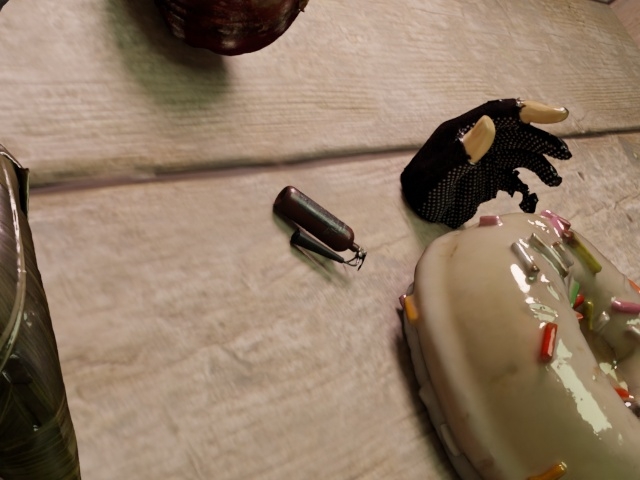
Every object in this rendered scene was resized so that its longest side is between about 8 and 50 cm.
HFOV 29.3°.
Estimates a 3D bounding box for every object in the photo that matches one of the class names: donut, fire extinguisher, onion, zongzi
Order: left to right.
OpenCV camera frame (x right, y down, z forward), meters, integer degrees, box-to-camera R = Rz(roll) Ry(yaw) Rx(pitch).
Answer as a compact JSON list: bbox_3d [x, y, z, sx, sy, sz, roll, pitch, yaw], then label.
[{"bbox_3d":[-0.170,0.037,0.662,0.184,0.084,0.187,55,18,-30],"label":"zongzi"},{"bbox_3d":[-0.099,-0.237,1.067,0.198,0.135,0.173,17,39,14],"label":"onion"},{"bbox_3d":[0.004,-0.003,1.030,0.100,0.032,0.046,36,20,-19],"label":"fire extinguisher"},{"bbox_3d":[0.237,0.136,1.118,0.382,0.142,0.383,38,32,-28],"label":"donut"}]

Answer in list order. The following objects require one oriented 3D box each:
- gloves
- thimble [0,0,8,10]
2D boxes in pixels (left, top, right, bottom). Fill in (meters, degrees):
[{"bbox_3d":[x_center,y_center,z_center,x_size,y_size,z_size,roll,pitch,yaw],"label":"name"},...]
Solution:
[{"bbox_3d":[0.175,-0.091,1.246,0.129,0.180,0.106,38,30,-29],"label":"gloves"},{"bbox_3d":[-0.248,-0.179,0.707,0.097,0.150,0.150,12,47,-54],"label":"thimble"}]
